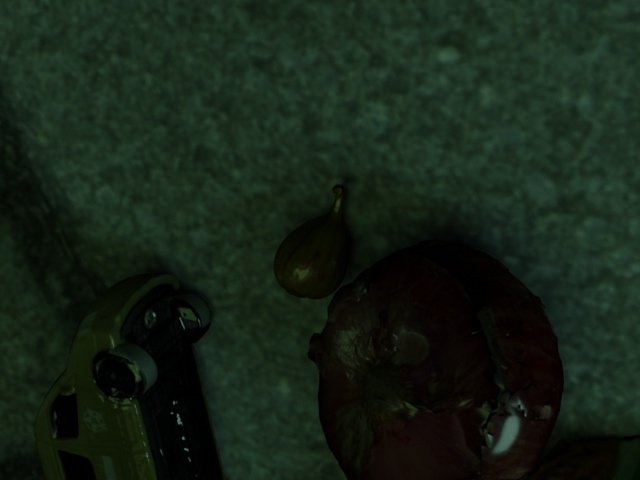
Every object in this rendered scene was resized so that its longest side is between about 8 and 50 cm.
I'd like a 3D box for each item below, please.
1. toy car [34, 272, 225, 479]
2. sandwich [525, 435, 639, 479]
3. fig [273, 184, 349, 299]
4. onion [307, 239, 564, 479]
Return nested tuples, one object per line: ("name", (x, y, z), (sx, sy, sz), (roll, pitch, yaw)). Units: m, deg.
("toy car", (-0.135, 0.147, 1.347), (0.124, 0.101, 0.257), (1, 115, 27))
("sandwich", (0.143, 0.246, 1.270), (0.212, 0.109, 0.292), (40, 123, 1))
("fig", (0.000, 0.000, 1.252), (0.050, 0.050, 0.083), (26, 108, 10))
("onion", (0.086, 0.093, 1.213), (0.184, 0.147, 0.184), (-19, 64, 43))
